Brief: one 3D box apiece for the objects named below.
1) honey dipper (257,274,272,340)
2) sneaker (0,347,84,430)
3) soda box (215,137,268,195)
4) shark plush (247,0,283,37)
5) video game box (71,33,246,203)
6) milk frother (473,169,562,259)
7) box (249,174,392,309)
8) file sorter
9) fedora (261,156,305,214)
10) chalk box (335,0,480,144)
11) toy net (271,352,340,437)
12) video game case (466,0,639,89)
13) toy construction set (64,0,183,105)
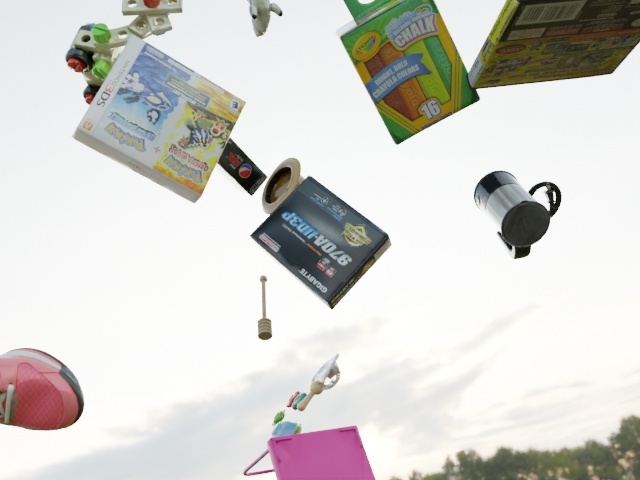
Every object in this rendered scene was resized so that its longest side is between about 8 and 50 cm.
[{"bbox_3d":[-0.115,0.133,1.453,0.030,0.161,0.030,-3,-47,-3],"label":"honey dipper"},{"bbox_3d":[-0.478,0.204,0.955,0.314,0.136,0.116,15,-73,5],"label":"sneaker"},{"bbox_3d":[-0.178,-0.158,1.365,0.053,0.060,0.169,-53,-47,-10],"label":"soda box"},{"bbox_3d":[-0.149,-0.522,1.531,0.073,0.161,0.067,-29,4,-25],"label":"shark plush"},{"bbox_3d":[-0.240,-0.185,1.087,0.205,0.187,0.048,28,-23,-17],"label":"video game box"},{"bbox_3d":[0.354,-0.053,1.204,0.143,0.135,0.129,-28,-61,6],"label":"milk frother"},{"bbox_3d":[0.000,0.000,1.375,0.175,0.220,0.051,-46,-27,-9],"label":"box"},{"bbox_3d":[-0.007,0.534,1.353,0.202,0.291,0.182,2,-37,-34],"label":"file sorter"},{"bbox_3d":[-0.096,-0.149,2.093,0.079,0.194,0.194,26,-46,-29],"label":"fedora"},{"bbox_3d":[0.143,-0.358,1.329,0.180,0.179,0.289,-29,-71,9],"label":"chalk box"},{"bbox_3d":[-0.022,0.319,1.439,0.232,0.045,0.122,-51,5,12],"label":"toy net"},{"bbox_3d":[0.403,-0.336,1.158,0.275,0.035,0.248,-8,-18,-8],"label":"video game case"},{"bbox_3d":[-0.327,-0.302,1.294,0.215,0.151,0.328,12,-40,6],"label":"toy construction set"}]
